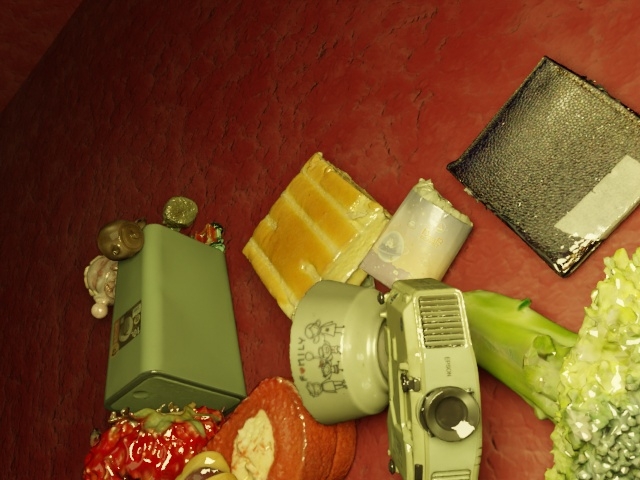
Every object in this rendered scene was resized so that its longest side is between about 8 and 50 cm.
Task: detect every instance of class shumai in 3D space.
[{"bbox_3d":[-0.335,-0.061,1.638,0.083,0.082,0.080,-36,17,-31],"label":"shumai"}]

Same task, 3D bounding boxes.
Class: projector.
[{"bbox_3d":[0.131,0.188,0.864,0.193,0.088,0.269,-154,60,-84],"label":"projector"}]

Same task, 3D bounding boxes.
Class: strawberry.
[{"bbox_3d":[-0.270,0.414,1.176,0.150,0.253,0.280,27,94,54],"label":"strawberry"}]

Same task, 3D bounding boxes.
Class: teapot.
[{"bbox_3d":[-0.362,-0.007,1.322,0.068,0.076,0.121,-15,26,33],"label":"teapot"}]

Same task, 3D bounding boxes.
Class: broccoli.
[{"bbox_3d":[0.298,0.129,0.763,0.353,0.275,0.397,-36,33,23],"label":"broccoli"}]

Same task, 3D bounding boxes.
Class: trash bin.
[{"bbox_3d":[-0.283,0.161,1.350,0.158,0.223,0.343,-38,45,28],"label":"trash bin"}]

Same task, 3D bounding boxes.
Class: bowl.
[{"bbox_3d":[0.057,0.157,1.005,0.112,0.211,0.211,-7,65,34],"label":"bowl"}]

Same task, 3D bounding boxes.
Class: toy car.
[{"bbox_3d":[-0.263,0.020,1.526,0.143,0.054,0.073,-36,47,29],"label":"toy car"}]

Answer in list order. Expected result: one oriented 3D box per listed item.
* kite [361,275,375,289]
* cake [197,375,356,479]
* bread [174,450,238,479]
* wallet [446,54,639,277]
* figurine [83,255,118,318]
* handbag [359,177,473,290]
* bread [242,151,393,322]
[{"bbox_3d":[0.024,0.098,1.208,0.250,0.012,0.229,25,86,51],"label":"kite"},{"bbox_3d":[-0.068,0.343,1.085,0.283,0.151,0.177,-49,56,17],"label":"cake"},{"bbox_3d":[-0.140,0.417,0.982,0.225,0.081,0.134,50,117,29],"label":"bread"},{"bbox_3d":[0.320,-0.105,0.957,0.221,0.071,0.262,-48,46,12],"label":"wallet"},{"bbox_3d":[-0.465,0.090,1.661,0.257,0.145,0.181,17,104,48],"label":"figurine"},{"bbox_3d":[0.148,0.000,1.050,0.117,0.095,0.173,34,97,20],"label":"handbag"},{"bbox_3d":[0.000,0.000,1.196,0.239,0.111,0.246,-53,38,12],"label":"bread"}]
